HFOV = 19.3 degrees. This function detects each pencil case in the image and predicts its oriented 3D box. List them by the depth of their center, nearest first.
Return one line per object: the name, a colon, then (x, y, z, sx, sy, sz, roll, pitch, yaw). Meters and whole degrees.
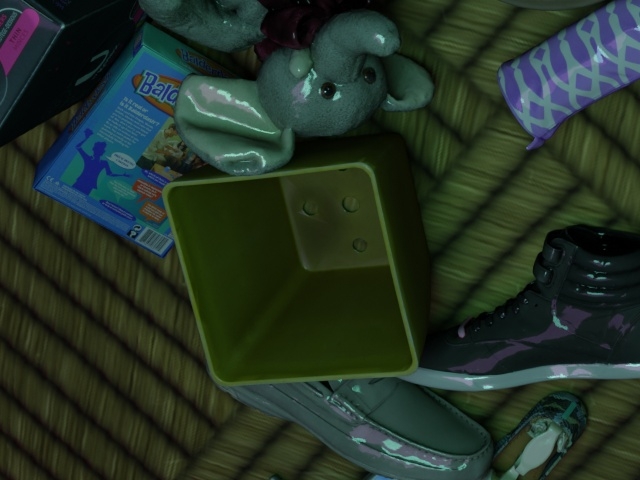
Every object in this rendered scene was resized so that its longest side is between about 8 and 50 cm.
pencil case: (0.262, -0.166, 1.706, 0.206, 0.086, 0.088, -28, 85, 29)

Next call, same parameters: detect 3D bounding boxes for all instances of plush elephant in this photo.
plush elephant: (-0.022, -0.205, 1.705, 0.255, 0.272, 0.330, 50, 151, 8)

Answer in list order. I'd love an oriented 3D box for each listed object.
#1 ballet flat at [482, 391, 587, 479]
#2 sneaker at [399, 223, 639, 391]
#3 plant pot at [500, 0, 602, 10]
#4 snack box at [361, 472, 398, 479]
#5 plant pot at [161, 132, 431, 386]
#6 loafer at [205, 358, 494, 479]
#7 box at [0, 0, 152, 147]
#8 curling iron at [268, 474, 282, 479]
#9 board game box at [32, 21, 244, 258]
ballet flat: (0.198, 0.228, 1.895, 0.070, 0.070, 0.188, 35, 118, 6)
sneaker: (0.201, 0.060, 1.813, 0.295, 0.104, 0.147, -6, 106, 17)
plant pot: (0.182, -0.307, 1.606, 0.263, 0.229, 0.263, 7, 112, 17)
snack box: (0.124, 0.396, 1.965, 0.322, 0.060, 0.187, 44, 105, -1)
plant pot: (0.000, 0.000, 1.811, 0.212, 0.187, 0.212, -5, 111, 22)
loafer: (0.031, 0.149, 1.902, 0.319, 0.112, 0.111, 23, 123, 13)
box: (-0.271, -0.216, 1.791, 0.143, 0.270, 0.165, 39, 119, 4)
curling iron: (0.033, 0.362, 2.026, 0.068, 0.035, 0.274, -39, 93, 28)
board game box: (-0.166, -0.097, 1.887, 0.160, 0.047, 0.210, 30, 121, -21)
